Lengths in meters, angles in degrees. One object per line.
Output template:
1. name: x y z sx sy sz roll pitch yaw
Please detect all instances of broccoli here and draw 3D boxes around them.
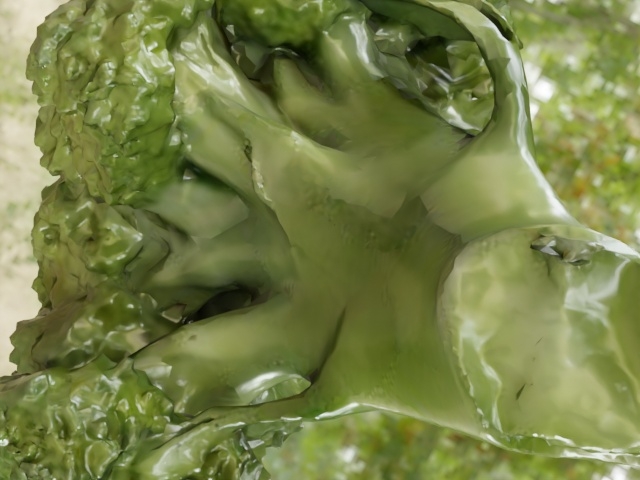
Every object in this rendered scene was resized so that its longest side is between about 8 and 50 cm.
1. broccoli: -0.031 -0.005 0.564 0.254 0.186 0.302 -38 -160 15
